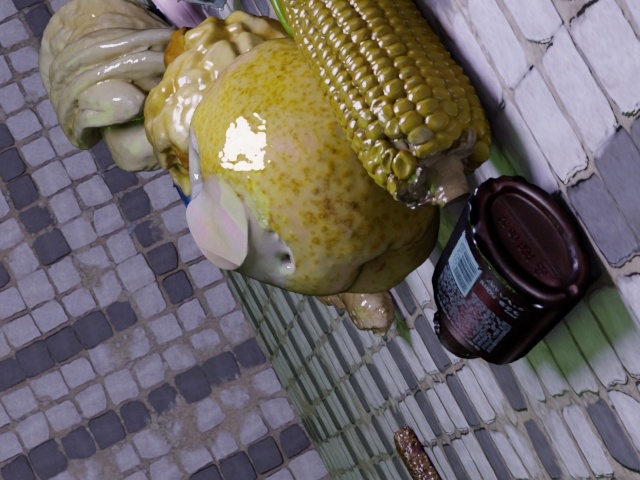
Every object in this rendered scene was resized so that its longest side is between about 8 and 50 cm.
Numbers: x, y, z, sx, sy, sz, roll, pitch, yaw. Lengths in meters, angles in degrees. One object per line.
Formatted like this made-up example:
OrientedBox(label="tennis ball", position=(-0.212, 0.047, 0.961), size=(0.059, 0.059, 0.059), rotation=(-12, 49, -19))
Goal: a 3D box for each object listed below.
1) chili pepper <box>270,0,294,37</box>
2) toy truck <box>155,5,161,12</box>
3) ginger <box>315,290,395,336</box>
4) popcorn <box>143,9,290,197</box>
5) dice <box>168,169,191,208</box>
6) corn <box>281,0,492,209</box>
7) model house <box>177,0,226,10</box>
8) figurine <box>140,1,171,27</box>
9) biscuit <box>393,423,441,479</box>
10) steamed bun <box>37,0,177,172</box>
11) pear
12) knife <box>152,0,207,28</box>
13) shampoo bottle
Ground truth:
OrientedBox(label="chili pepper", position=(-0.035, -0.276, 1.517), size=(0.202, 0.050, 0.052), rotation=(65, -153, -18))
OrientedBox(label="toy truck", position=(-0.234, -0.417, 2.112), size=(0.074, 0.063, 0.136), rotation=(-6, 111, 58))
OrientedBox(label="ginger", position=(0.000, 0.000, 1.925), size=(0.334, 0.081, 0.148), rotation=(60, 165, 12))
OrientedBox(label="popcorn", position=(-0.080, -0.117, 1.681), size=(0.332, 0.225, 0.265), rotation=(49, 163, 9))
OrientedBox(label="dice", position=(-0.175, -0.106, 2.353), size=(0.143, 0.146, 0.146), rotation=(59, 170, 30))
OrientedBox(label="corn", position=(0.046, -0.158, 1.197), size=(0.322, 0.119, 0.119), rotation=(59, 169, 26))
OrientedBox(label="model house", position=(-0.133, -0.333, 1.245), size=(0.215, 0.198, 0.224), rotation=(-146, 64, -75))
OrientedBox(label="figurine", position=(-0.330, -0.351, 2.512), size=(0.308, 0.143, 0.309), rotation=(168, 90, -68))
OrientedBox(label="biscuit", position=(0.174, 0.387, 2.168), size=(0.199, 0.034, 0.064), rotation=(60, 170, 21))
OrientedBox(label="steamed bun", position=(-0.304, -0.234, 2.188), size=(0.372, 0.230, 0.325), rotation=(24, 163, 33))
OrientedBox(label="pear", position=(0.001, -0.067, 1.352), size=(0.271, 0.271, 0.271), rotation=(60, 169, 19))
OrientedBox(label="knife", position=(-0.118, -0.236, 1.879), size=(0.336, 0.043, 0.081), rotation=(47, 179, -35))
OrientedBox(label="shampoo bottle", position=(0.160, 0.043, 1.241), size=(0.129, 0.084, 0.323), rotation=(52, 169, 12))
